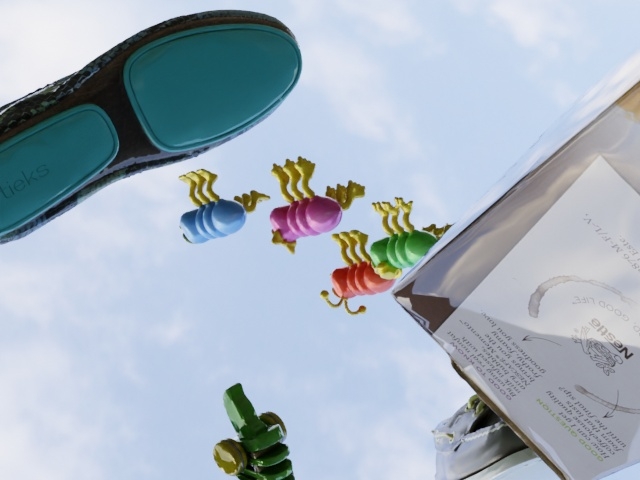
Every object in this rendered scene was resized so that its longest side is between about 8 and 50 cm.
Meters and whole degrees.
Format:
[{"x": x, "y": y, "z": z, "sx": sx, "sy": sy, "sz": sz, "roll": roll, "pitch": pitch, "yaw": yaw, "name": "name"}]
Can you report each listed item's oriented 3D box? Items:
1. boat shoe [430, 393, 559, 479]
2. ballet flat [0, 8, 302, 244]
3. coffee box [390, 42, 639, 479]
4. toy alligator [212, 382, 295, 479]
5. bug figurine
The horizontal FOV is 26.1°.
[{"x": 0.152, "y": 0.175, "z": 1.194, "sx": 0.109, "sy": 0.305, "sz": 0.091, "roll": -9, "pitch": -105, "yaw": -7, "name": "boat shoe"}, {"x": -0.098, "y": -0.060, "z": 0.643, "sx": 0.188, "sy": 0.070, "sz": 0.070, "roll": -26, "pitch": -124, "yaw": -24, "name": "ballet flat"}, {"x": 0.140, "y": -0.032, "z": 0.411, "sx": 0.098, "sy": 0.246, "sz": 0.141, "roll": 46, "pitch": -123, "yaw": 1, "name": "coffee box"}, {"x": -0.040, "y": 0.199, "z": 1.066, "sx": 0.051, "sy": 0.190, "sz": 0.056, "roll": 12, "pitch": -151, "yaw": 42, "name": "toy alligator"}, {"x": 0.000, "y": 0.000, "z": 1.362, "sx": 0.279, "sy": 0.216, "sz": 0.072, "roll": 21, "pitch": -112, "yaw": -31, "name": "bug figurine"}]
